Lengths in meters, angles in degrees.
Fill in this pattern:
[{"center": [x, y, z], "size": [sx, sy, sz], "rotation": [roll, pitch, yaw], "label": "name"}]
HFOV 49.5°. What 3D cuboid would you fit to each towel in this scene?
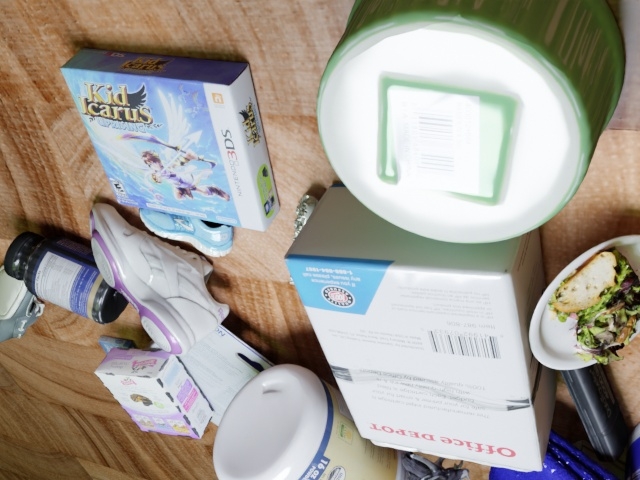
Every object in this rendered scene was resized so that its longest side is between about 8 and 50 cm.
[{"center": [0.347, 0.444, 1.083], "size": [0.227, 0.076, 0.308], "rotation": [34, 133, 35], "label": "towel"}]

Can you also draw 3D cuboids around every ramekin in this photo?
[{"center": [0.143, -0.139, 0.715], "size": [0.303, 0.148, 0.303], "rotation": [16, 138, 15], "label": "ramekin"}]

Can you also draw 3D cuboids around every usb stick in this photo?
[{"center": [0.386, 0.214, 0.993], "size": [0.045, 0.077, 0.278], "rotation": [2, 134, 44], "label": "usb stick"}]

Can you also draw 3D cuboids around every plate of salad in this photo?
[{"center": [0.341, 0.083, 0.827], "size": [0.200, 0.048, 0.200], "rotation": [-11, 125, -17], "label": "plate of salad"}]

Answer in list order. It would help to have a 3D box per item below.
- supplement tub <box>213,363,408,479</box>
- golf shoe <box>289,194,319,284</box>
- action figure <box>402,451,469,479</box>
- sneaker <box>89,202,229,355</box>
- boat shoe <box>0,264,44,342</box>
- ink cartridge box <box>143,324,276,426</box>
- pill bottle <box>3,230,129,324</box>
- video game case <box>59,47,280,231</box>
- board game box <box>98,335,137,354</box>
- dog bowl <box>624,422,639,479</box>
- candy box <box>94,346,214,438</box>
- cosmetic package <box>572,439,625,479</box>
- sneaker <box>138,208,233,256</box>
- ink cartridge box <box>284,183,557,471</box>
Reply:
[{"center": [0.002, 0.374, 1.177], "size": [0.228, 0.228, 0.316], "rotation": [-16, 136, 40], "label": "supplement tub"}, {"center": [0.000, 0.000, 1.022], "size": [0.086, 0.069, 0.176], "rotation": [5, 142, -1], "label": "golf shoe"}, {"center": [0.209, 0.422, 1.115], "size": [0.164, 0.141, 0.276], "rotation": [51, 159, 47], "label": "action figure"}, {"center": [-0.281, 0.050, 1.194], "size": [0.305, 0.152, 0.114], "rotation": [51, 149, 10], "label": "sneaker"}, {"center": [-0.672, 0.139, 1.541], "size": [0.099, 0.116, 0.319], "rotation": [2, 149, -40], "label": "boat shoe"}, {"center": [-0.174, 0.267, 1.380], "size": [0.324, 0.071, 0.330], "rotation": [39, 135, -12], "label": "ink cartridge box"}, {"center": [-0.470, 0.063, 1.299], "size": [0.219, 0.123, 0.123], "rotation": [21, 139, 10], "label": "pill bottle"}, {"center": [-0.207, -0.140, 0.986], "size": [0.269, 0.061, 0.244], "rotation": [10, 135, 21], "label": "video game case"}, {"center": [-0.443, 0.255, 1.559], "size": [0.090, 0.020, 0.090], "rotation": [5, 134, 28], "label": "board game box"}, {"center": [0.586, 0.363, 1.010], "size": [0.265, 0.104, 0.265], "rotation": [16, 138, 15], "label": "dog bowl"}, {"center": [-0.332, 0.307, 1.400], "size": [0.165, 0.070, 0.196], "rotation": [-1, 131, 28], "label": "candy box"}, {"center": [0.510, 0.481, 1.168], "size": [0.309, 0.113, 0.160], "rotation": [33, 140, -5], "label": "cosmetic package"}, {"center": [-0.209, -0.038, 1.106], "size": [0.162, 0.063, 0.073], "rotation": [21, 124, 1], "label": "sneaker"}, {"center": [0.159, 0.124, 0.962], "size": [0.285, 0.166, 0.395], "rotation": [3, 133, 28], "label": "ink cartridge box"}]
